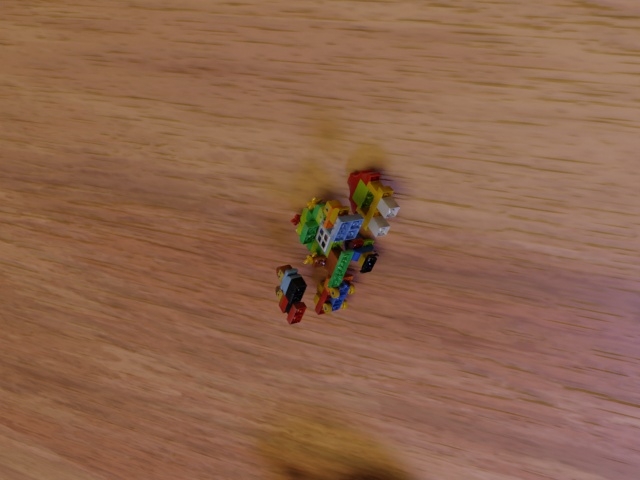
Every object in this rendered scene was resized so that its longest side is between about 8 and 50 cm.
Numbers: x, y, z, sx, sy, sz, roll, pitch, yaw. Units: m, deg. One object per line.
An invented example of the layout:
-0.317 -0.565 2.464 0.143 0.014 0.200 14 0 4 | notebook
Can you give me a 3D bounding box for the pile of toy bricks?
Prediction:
0.000 0.000 0.873 0.105 0.118 0.212 56 141 32 | pile of toy bricks
